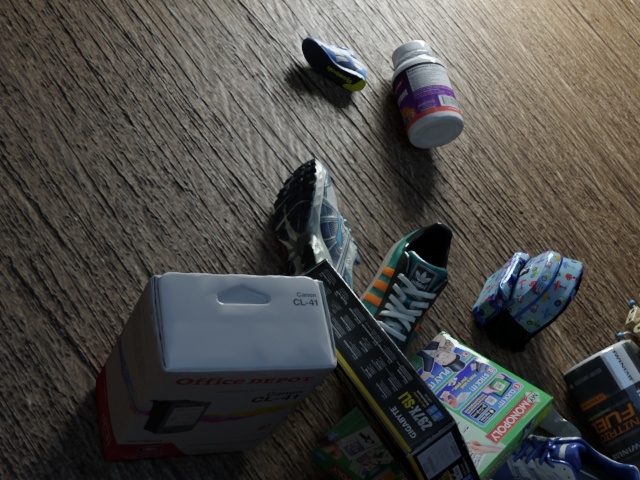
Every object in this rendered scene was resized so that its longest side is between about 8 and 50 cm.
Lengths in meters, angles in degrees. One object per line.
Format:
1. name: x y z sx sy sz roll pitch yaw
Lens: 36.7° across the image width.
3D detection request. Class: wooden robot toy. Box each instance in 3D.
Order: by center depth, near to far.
1. wooden robot toy: 0.617 0.167 1.807 0.079 0.076 0.173 44 50 -11

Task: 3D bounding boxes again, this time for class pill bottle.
1. pill bottle: 0.527 0.304 1.630 0.130 0.130 0.245 -17 69 -35
2. pill bottle: 0.197 -0.282 1.839 0.108 0.108 0.193 1 60 -27

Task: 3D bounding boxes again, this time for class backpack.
1. backpack: 0.363 0.086 1.652 0.117 0.173 0.158 39 51 -1

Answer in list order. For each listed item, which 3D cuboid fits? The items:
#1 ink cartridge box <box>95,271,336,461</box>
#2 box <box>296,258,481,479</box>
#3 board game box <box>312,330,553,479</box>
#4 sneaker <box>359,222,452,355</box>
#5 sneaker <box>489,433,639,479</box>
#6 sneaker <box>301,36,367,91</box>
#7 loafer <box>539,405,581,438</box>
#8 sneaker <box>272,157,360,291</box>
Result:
1. ink cartridge box: -0.145 0.170 1.243 0.226 0.306 0.131 2 60 -25
2. box: 0.091 0.210 1.285 0.079 0.257 0.322 -34 48 -5
3. board game box: 0.171 0.282 1.442 0.213 0.046 0.317 31 48 30
4. sneaker: 0.133 0.087 1.563 0.108 0.121 0.302 32 52 -9
5. sneaker: 0.348 0.333 1.486 0.296 0.131 0.112 19 50 6
6. sneaker: 0.028 -0.341 1.824 0.144 0.053 0.059 34 51 -16
7. loafer: 0.382 0.298 1.622 0.125 0.039 0.045 43 84 6
8. sneaker: 0.000 0.000 1.580 0.122 0.110 0.283 22 53 -37
